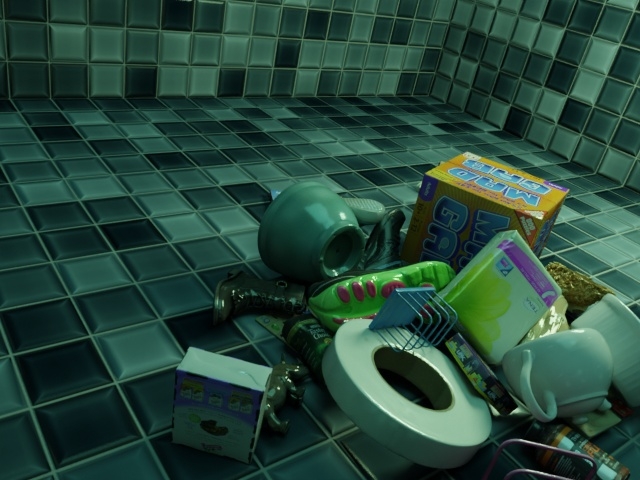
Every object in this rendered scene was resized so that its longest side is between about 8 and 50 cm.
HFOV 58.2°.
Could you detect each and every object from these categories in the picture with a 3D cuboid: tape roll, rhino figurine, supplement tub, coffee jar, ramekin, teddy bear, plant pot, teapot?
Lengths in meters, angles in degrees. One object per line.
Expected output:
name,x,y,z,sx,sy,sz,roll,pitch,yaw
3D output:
tape roll,0.186,0.319,1.260,0.392,0.071,0.392,24,21,-10
rhino figurine,-0.087,0.323,1.252,0.107,0.073,0.243,20,28,8
supplement tub,0.531,0.461,1.210,0.106,0.105,0.198,-18,40,-43
coffee jar,-0.010,0.255,1.378,0.096,0.079,0.184,-7,40,-42
ramekin,0.766,0.285,1.465,0.277,0.135,0.277,52,11,-15
teddy bear,0.810,0.156,1.851,0.245,0.113,0.338,21,11,-7
plant pot,0.000,0.000,1.612,0.293,0.292,0.196,-14,31,-39
teapot,0.542,0.317,1.288,0.256,0.252,0.186,-12,65,0

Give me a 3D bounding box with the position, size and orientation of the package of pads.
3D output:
package of pads,0.469,0.152,1.516,0.296,0.229,0.101,-42,10,-15

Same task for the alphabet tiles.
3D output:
alphabet tiles,-0.021,0.220,1.529,0.198,0.009,0.237,31,33,32

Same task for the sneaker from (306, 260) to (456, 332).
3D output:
sneaker,0.177,0.132,1.546,0.483,0.185,0.202,1,10,-33

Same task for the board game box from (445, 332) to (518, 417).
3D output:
board game box,0.383,0.318,1.375,0.141,0.048,0.170,47,8,-28

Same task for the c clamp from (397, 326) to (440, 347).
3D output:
c clamp,0.216,0.260,1.541,0.137,0.022,0.161,-18,42,-35

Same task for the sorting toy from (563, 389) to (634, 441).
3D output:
sorting toy,0.628,0.418,1.386,0.275,0.046,0.132,-9,35,-33

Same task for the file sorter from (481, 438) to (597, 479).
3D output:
file sorter,0.394,0.517,0.976,0.202,0.182,0.290,12,28,-1

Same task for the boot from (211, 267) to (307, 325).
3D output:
boot,-0.150,0.154,1.503,0.229,0.091,0.263,12,26,5

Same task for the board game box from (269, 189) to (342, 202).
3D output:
board game box,-0.043,-0.134,2.136,0.282,0.027,0.145,4,31,-15

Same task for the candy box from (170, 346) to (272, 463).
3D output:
candy box,-0.191,0.315,1.093,0.165,0.196,0.070,14,29,3

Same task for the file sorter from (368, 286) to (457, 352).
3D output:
file sorter,0.223,0.188,1.353,0.170,0.118,0.104,3,36,-49

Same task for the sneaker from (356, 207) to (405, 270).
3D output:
sneaker,0.192,0.048,1.750,0.140,0.125,0.340,28,61,9

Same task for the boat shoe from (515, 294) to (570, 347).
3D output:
boat shoe,0.635,0.266,1.605,0.110,0.121,0.341,33,42,21

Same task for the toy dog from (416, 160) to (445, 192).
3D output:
toy dog,0.534,-0.189,2.382,0.220,0.160,0.334,28,47,20

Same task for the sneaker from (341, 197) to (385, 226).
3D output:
sneaker,0.086,-0.057,1.840,0.135,0.149,0.366,-9,11,-27

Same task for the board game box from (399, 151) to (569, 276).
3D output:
board game box,0.507,-0.028,1.817,0.357,0.355,0.356,26,31,25
